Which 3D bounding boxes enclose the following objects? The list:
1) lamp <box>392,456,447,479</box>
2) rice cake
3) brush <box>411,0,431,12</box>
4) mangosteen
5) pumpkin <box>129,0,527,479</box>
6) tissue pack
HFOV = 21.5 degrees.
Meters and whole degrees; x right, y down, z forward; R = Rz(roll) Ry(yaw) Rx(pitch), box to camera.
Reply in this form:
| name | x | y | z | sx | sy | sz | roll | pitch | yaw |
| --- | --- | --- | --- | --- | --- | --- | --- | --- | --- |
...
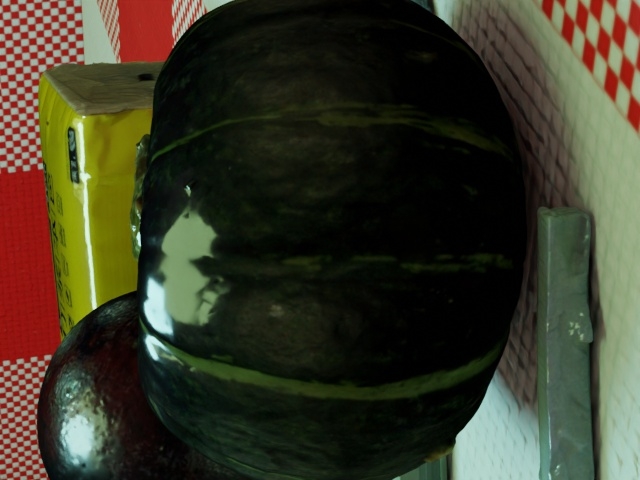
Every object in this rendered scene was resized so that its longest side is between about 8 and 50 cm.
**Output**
| name | x | y | z | sx | sy | sz | roll | pitch | yaw |
| --- | --- | --- | --- | --- | --- | --- | --- | --- | --- |
| lamp | 0.042 | 0.110 | 1.376 | 0.266 | 0.047 | 0.269 | -135 | 40 | -68 |
| rice cake | 0.141 | 0.069 | 0.970 | 0.042 | 0.030 | 0.180 | -123 | 28 | -73 |
| brush | 0.056 | -0.195 | 1.214 | 0.070 | 0.021 | 0.196 | 128 | 134 | -69 |
| mangosteen | -0.123 | 0.154 | 1.607 | 0.300 | 0.300 | 0.300 | 173 | 90 | -77 |
| pumpkin | 0.000 | 0.000 | 1.070 | 0.323 | 0.241 | 0.323 | -179 | 90 | -83 |
| tissue pack | -0.185 | 0.004 | 1.889 | 0.293 | 0.228 | 0.382 | -137 | 41 | -67 |
